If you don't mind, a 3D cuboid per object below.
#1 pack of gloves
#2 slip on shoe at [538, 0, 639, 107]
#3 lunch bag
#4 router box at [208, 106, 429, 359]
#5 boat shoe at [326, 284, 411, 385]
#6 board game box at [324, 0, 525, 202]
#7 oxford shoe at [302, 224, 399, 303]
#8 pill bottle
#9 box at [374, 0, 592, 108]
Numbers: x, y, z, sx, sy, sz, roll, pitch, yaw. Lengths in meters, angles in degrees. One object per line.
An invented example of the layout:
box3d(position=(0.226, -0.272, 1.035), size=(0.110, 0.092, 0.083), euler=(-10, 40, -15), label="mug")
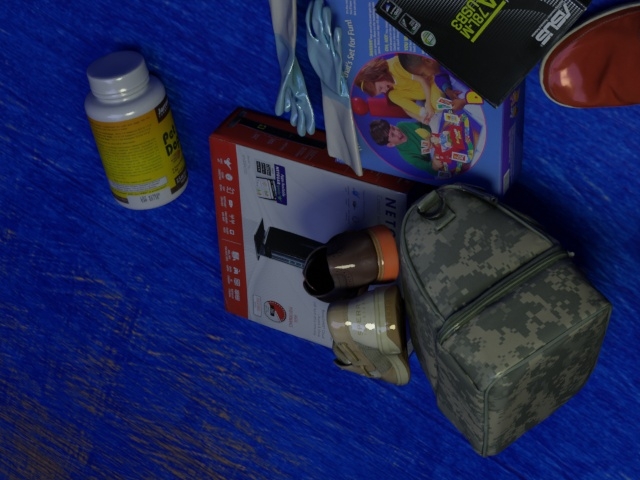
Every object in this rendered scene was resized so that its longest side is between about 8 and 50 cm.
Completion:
box3d(position=(-0.026, -0.210, 1.671), size=(0.195, 0.046, 0.232), euler=(42, 148, 51), label="pack of gloves")
box3d(position=(0.383, -0.195, 1.447), size=(0.331, 0.101, 0.123), euler=(-3, 126, 37), label="slip on shoe")
box3d(position=(0.209, 0.090, 1.685), size=(0.256, 0.212, 0.305), euler=(49, 167, 24), label="lunch bag")
box3d(position=(0.000, 0.000, 1.889), size=(0.301, 0.082, 0.335), euler=(17, 134, 22), label="router box")
box3d(position=(0.063, 0.126, 1.722), size=(0.098, 0.109, 0.302), euler=(-5, 165, 5), label="boat shoe")
box3d(position=(0.128, -0.229, 1.607), size=(0.233, 0.078, 0.347), euler=(16, 133, 23), label="board game box")
box3d(position=(0.014, 0.035, 1.721), size=(0.271, 0.098, 0.097), euler=(138, 119, -71), label="oxford shoe")
box3d(position=(-0.268, -0.159, 1.908), size=(0.117, 0.117, 0.215), euler=(10, 131, 28), label="pill bottle")
box3d(position=(0.176, -0.261, 1.451), size=(0.184, 0.045, 0.191), euler=(41, 141, 0), label="box")
